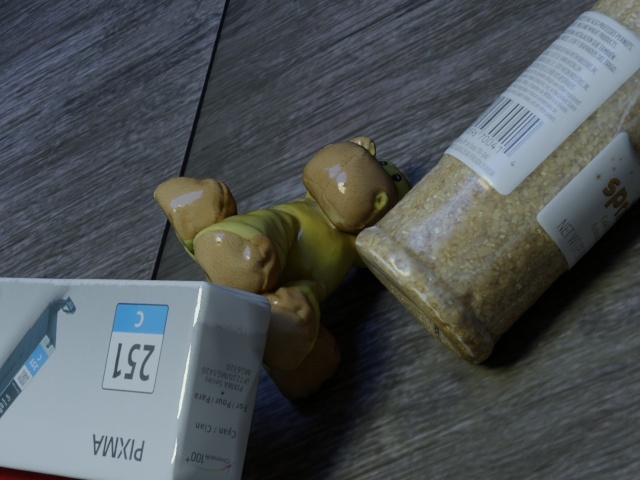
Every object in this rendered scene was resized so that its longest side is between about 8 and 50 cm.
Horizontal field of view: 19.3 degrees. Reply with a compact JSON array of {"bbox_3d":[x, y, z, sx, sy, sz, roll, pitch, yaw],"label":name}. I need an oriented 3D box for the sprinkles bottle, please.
[{"bbox_3d":[0.185,-0.081,1.262,0.355,0.121,0.121,-45,30,-4],"label":"sprinkles bottle"}]

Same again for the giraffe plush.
[{"bbox_3d":[0.000,0.000,1.373,0.170,0.181,0.210,-33,-5,-5],"label":"giraffe plush"}]

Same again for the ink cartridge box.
[{"bbox_3d":[-0.167,0.158,1.307,0.296,0.066,0.261,-1,77,49],"label":"ink cartridge box"}]
